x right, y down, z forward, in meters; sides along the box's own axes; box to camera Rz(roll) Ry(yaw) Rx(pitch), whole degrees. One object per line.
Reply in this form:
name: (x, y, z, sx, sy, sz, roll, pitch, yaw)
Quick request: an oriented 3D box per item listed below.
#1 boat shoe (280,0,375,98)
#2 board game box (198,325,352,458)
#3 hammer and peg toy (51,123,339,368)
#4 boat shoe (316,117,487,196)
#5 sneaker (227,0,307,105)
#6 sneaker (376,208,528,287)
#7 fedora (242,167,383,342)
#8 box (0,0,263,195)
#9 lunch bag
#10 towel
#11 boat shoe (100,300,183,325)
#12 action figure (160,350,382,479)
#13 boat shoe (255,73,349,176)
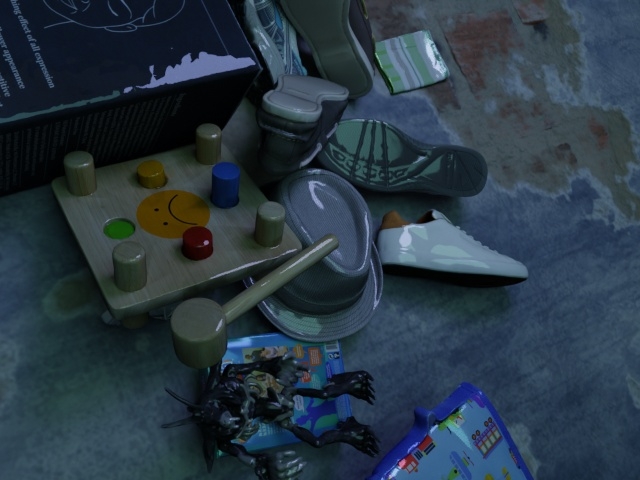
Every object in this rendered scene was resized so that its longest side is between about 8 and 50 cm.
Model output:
boat shoe: (0.017, -0.384, 1.071, 0.324, 0.117, 0.096, 58, 34, -47)
board game box: (-0.064, 0.213, 0.933, 0.210, 0.047, 0.160, -1, 73, -27)
hammer and peg toy: (-0.158, 0.006, 0.830, 0.266, 0.127, 0.361, -19, 51, -28)
boat shoe: (0.133, -0.136, 1.137, 0.321, 0.103, 0.118, 6, 89, -18)
sneaker: (-0.105, -0.371, 1.075, 0.122, 0.110, 0.282, -32, 112, -41)
sneaker: (0.235, 0.009, 1.119, 0.290, 0.106, 0.123, 11, 70, -21)
fedora: (0.000, 0.000, 0.969, 0.244, 0.124, 0.275, -5, 63, -27)
box: (-0.335, -0.265, 0.874, 0.396, 0.212, 0.293, -22, 82, -30)
lunch bag: (0.191, 0.362, 0.905, 0.221, 0.138, 0.293, -31, 107, -31)
towel: (0.176, -0.351, 1.268, 0.152, 0.023, 0.113, -23, 82, -31)
boat shoe: (-0.212, 0.076, 0.905, 0.184, 0.066, 0.063, -32, 87, -41)
action figure: (-0.053, 0.218, 0.829, 0.276, 0.141, 0.163, 5, 83, -26)
boat shoe: (-0.032, -0.181, 0.969, 0.112, 0.095, 0.335, 19, 22, 3)
